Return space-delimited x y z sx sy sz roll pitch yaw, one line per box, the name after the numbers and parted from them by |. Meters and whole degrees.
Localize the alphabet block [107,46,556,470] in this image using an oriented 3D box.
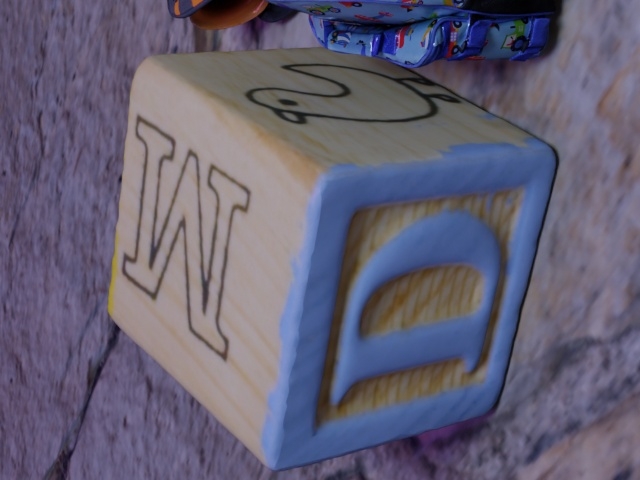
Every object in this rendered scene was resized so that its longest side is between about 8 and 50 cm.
0.000 0.000 0.850 0.197 0.192 0.193 35 122 43 | alphabet block

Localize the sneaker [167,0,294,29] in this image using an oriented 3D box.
-0.110 -0.244 0.999 0.321 0.124 0.180 7 102 53 | sneaker

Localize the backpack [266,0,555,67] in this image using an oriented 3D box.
0.035 -0.162 0.780 0.158 0.173 0.117 19 112 49 | backpack
